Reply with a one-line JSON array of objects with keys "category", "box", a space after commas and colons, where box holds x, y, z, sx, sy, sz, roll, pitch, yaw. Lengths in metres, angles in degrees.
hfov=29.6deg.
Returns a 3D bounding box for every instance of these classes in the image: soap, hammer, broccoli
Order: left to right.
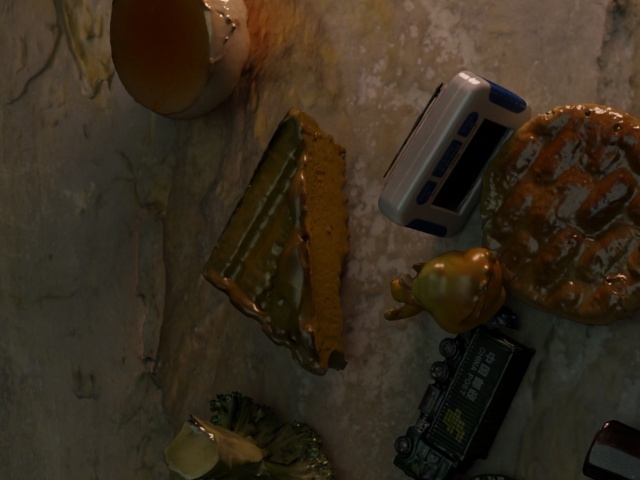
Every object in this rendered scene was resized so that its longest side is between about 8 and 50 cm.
[{"category": "broccoli", "box": [-0.120, 0.367, 1.918, 0.221, 0.361, 0.252, -29, 87, 9]}, {"category": "soap", "box": [0.000, 0.000, 1.983, 0.304, 0.169, 0.339, 38, 107, 31]}, {"category": "hammer", "box": [0.541, 0.191, 1.652, 0.242, 0.095, 0.409, 22, 89, 25]}]

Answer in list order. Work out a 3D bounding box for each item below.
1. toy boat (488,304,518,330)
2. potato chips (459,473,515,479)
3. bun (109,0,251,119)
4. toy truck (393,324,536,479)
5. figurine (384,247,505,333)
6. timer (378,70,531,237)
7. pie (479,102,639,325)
[{"category": "toy boat", "box": [0.272, 0.117, 1.868, 0.083, 0.038, 0.038, 30, 101, 33]}, {"category": "potato chips", "box": [0.251, 0.463, 1.816, 0.202, 0.029, 0.220, -18, 82, 8]}, {"category": "bun", "box": [-0.231, -0.368, 2.182, 0.298, 0.164, 0.299, 11, 108, 37]}, {"category": "toy truck", "box": [0.214, 0.255, 1.860, 0.121, 0.088, 0.259, 29, 100, 32]}, {"category": "figurine", "box": [0.189, 0.078, 1.837, 0.246, 0.156, 0.131, -18, 56, 67]}, {"category": "timer", "box": [0.201, -0.131, 1.857, 0.078, 0.178, 0.253, 41, 106, 36]}, {"category": "pie", "box": [0.384, -0.040, 1.785, 0.339, 0.083, 0.340, -5, 82, 36]}]
